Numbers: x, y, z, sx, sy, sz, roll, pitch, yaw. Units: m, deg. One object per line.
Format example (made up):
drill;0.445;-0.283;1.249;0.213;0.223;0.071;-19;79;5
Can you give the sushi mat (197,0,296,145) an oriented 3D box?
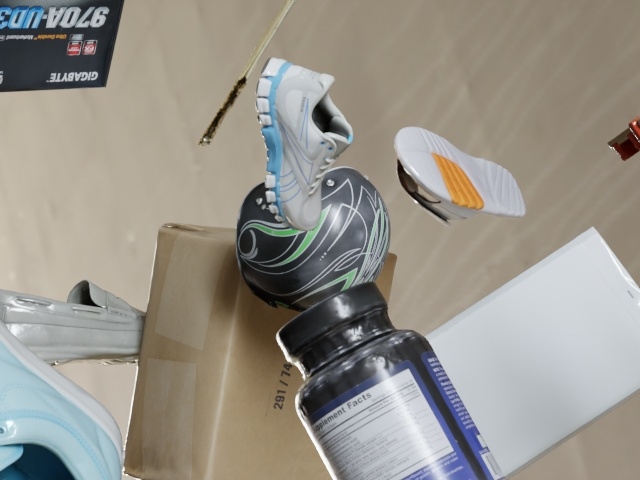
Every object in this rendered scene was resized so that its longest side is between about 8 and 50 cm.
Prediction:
sushi mat;-0.106;-0.277;2.697;0.151;0.019;0.316;-54;-173;37

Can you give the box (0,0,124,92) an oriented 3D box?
box;-0.299;-0.242;1.779;0.051;0.220;0.175;28;-67;35

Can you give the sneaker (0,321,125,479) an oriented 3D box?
sneaker;-0.315;0.143;1.500;0.135;0.366;0.150;-50;-156;16

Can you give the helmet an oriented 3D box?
helmet;0.000;0.000;1.999;0.162;0.169;0.169;-1;-77;31

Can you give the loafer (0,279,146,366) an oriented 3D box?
loafer;-0.290;0.105;2.235;0.112;0.319;0.111;-14;-102;50

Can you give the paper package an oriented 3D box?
paper package;-0.076;0.153;2.232;0.168;0.309;0.324;12;-85;42

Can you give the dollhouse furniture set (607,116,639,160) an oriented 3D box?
dollhouse furniture set;0.416;-0.035;1.714;0.259;0.262;0.135;55;-32;5

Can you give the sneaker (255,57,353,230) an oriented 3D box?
sneaker;-0.008;-0.083;1.647;0.083;0.071;0.190;9;-47;20

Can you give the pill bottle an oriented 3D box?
pill bottle;0.056;0.149;1.388;0.219;0.123;0.123;61;-27;12

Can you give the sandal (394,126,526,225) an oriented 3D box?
sandal;0.162;-0.060;2.152;0.076;0.265;0.102;-32;-121;28

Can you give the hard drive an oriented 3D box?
hard drive;0.266;0.149;2.130;0.203;0.307;0.040;56;-2;20
